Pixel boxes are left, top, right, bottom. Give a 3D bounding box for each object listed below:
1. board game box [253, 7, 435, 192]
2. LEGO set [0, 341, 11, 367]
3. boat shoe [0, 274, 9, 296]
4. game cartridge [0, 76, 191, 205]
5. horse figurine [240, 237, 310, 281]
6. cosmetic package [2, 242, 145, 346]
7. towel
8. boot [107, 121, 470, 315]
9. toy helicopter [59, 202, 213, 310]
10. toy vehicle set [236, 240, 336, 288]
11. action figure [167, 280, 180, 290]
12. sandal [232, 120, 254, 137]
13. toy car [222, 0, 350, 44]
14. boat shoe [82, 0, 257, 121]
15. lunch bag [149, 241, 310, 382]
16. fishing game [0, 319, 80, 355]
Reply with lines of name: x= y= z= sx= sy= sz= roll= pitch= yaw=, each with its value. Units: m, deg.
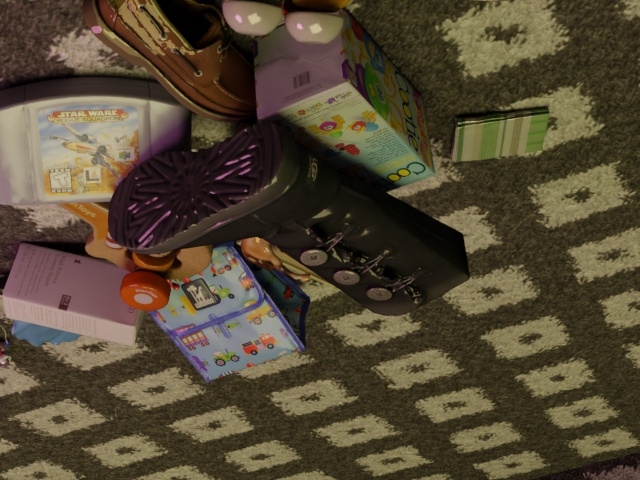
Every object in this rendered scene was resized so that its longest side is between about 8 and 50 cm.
board game box: x=0.037 y=-0.190 z=1.762 sx=0.144 sy=0.142 sz=0.275 roll=-19 pitch=147 yaw=23
LEGO set: x=-0.667 y=0.160 z=2.275 sx=0.132 sy=0.107 sz=0.287 roll=-34 pitch=153 yaw=-25
boat shoe: x=-0.518 y=0.074 z=2.179 sx=0.133 sy=0.049 sz=0.042 roll=0 pitch=143 yaw=-16
game cartridge: x=-0.337 y=-0.145 z=1.795 sx=0.297 sy=0.062 sz=0.198 roll=-3 pitch=135 yaw=-9
horse figurine: x=-0.059 y=-0.025 z=2.027 sx=0.174 sy=0.066 sz=0.263 roll=23 pitch=134 yaw=-18
cosmetic package: x=-0.415 y=0.092 z=2.108 sx=0.231 sy=0.117 sz=0.085 roll=11 pitch=148 yaw=-1
towel: x=0.287 y=-0.170 z=1.972 sx=0.152 sy=0.023 sz=0.113 roll=-8 pitch=151 yaw=-3
boot: x=-0.041 y=-0.003 z=1.845 sx=0.367 sy=0.146 sz=0.445 roll=-13 pitch=154 yaw=38
toy helicopter: x=-0.320 y=-0.041 z=1.957 sx=0.355 sy=0.140 sz=0.235 roll=32 pitch=139 yaw=-30
toy vehicle set: x=0.000 y=0.000 z=2.174 sx=0.166 sy=0.035 sz=0.267 roll=-29 pitch=143 yaw=31
action figure: x=-0.295 y=0.053 z=2.145 sx=0.115 sy=0.030 sz=0.038 roll=35 pitch=123 yaw=-1
sandal: x=-0.160 y=-0.109 z=1.946 sx=0.079 sy=0.088 sz=0.240 roll=26 pitch=140 yaw=6
toy car: x=-0.050 y=-0.330 z=1.539 sx=0.182 sy=0.159 sz=0.136 roll=5 pitch=-176 yaw=-20
boat shoe: x=-0.167 y=-0.255 z=1.642 sx=0.104 sy=0.111 sz=0.307 roll=-28 pitch=144 yaw=32
lunch bag: x=-0.187 y=0.098 z=2.240 sx=0.221 sy=0.138 sz=0.293 roll=-21 pitch=130 yaw=22
fishing game: x=-0.488 y=0.136 z=2.286 sx=0.264 sy=0.041 sz=0.189 roll=-16 pitch=150 yaw=-11
